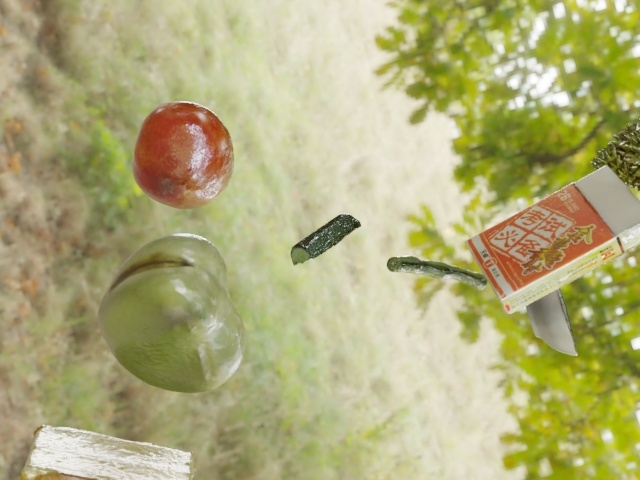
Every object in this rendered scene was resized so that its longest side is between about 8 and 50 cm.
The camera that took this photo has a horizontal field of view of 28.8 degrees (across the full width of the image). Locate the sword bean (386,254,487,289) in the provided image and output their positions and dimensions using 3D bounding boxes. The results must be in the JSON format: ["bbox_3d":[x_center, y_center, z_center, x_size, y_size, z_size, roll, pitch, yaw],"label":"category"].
[{"bbox_3d":[0.243,0.064,2.539,0.038,0.269,0.043,-16,-112,48],"label":"sword bean"}]

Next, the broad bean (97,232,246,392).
[{"bbox_3d":[-0.191,0.112,1.604,0.121,0.189,0.263,-88,178,-48],"label":"broad bean"}]

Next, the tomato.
[{"bbox_3d":[-0.283,-0.149,2.488,0.139,0.200,0.233,-65,171,-52],"label":"tomato"}]

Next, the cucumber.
[{"bbox_3d":[0.000,0.000,2.297,0.046,0.070,0.220,58,31,0],"label":"cucumber"}]

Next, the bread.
[{"bbox_3d":[-0.339,0.459,1.918,0.207,0.279,0.279,-110,-146,-78],"label":"bread"}]

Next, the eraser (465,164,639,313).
[{"bbox_3d":[0.326,-0.004,1.704,0.038,0.230,0.157,59,5,-32],"label":"eraser"}]

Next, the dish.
[{"bbox_3d":[0.391,0.116,2.174,0.191,0.066,0.190,-17,90,-78],"label":"dish"}]

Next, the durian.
[{"bbox_3d":[0.572,-0.107,2.027,0.176,0.200,0.237,-55,-128,24],"label":"durian"}]
